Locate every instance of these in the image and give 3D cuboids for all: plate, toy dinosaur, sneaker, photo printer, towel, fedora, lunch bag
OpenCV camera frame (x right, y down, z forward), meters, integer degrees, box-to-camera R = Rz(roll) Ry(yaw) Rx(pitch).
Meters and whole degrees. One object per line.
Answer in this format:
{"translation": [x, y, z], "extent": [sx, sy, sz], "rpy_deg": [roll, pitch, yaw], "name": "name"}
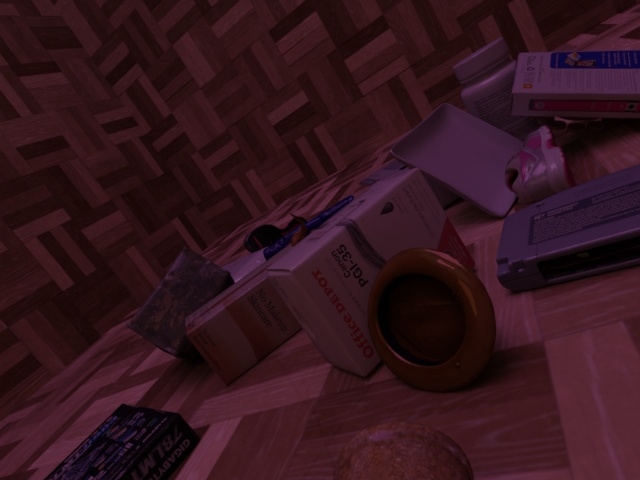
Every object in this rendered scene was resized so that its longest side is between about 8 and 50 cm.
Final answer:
{"translation": [0.333, -0.185, 0.963], "extent": [0.277, 0.278, 0.045], "rpy_deg": [-43, -21, -33], "name": "plate"}
{"translation": [-0.049, -0.003, 1.044], "extent": [0.112, 0.064, 0.212], "rpy_deg": [-43, -15, -44], "name": "toy dinosaur"}
{"translation": [0.424, -0.150, 0.853], "extent": [0.111, 0.103, 0.252], "rpy_deg": [-24, 15, 29], "name": "sneaker"}
{"translation": [-0.169, 0.009, 1.614], "extent": [0.313, 0.116, 0.136], "rpy_deg": [-18, -18, -46], "name": "sneaker"}
{"translation": [-0.272, 0.139, 1.419], "extent": [0.307, 0.107, 0.256], "rpy_deg": [-23, 17, 36], "name": "photo printer"}
{"translation": [0.000, 0.000, 1.253], "extent": [0.308, 0.076, 0.227], "rpy_deg": [-31, -19, 6], "name": "towel"}
{"translation": [0.150, 0.100, 0.560], "extent": [0.079, 0.195, 0.194], "rpy_deg": [4, -15, -41], "name": "fedora"}
{"translation": [-0.334, 0.190, 1.119], "extent": [0.235, 0.168, 0.287], "rpy_deg": [-59, -7, -20], "name": "lunch bag"}

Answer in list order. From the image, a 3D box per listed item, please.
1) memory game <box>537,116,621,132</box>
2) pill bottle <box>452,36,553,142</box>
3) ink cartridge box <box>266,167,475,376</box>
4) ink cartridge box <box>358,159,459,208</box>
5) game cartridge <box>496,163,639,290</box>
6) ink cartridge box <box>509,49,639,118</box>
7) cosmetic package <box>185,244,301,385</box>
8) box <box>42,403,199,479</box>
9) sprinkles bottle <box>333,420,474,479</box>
{"translation": [0.600, -0.295, 0.988], "extent": [0.186, 0.012, 0.186], "rpy_deg": [-9, 38, 8], "name": "memory game"}
{"translation": [0.468, -0.359, 1.103], "extent": [0.160, 0.283, 0.160], "rpy_deg": [-31, 14, 8], "name": "pill bottle"}
{"translation": [0.088, 0.047, 0.697], "extent": [0.283, 0.207, 0.117], "rpy_deg": [-39, 13, -22], "name": "ink cartridge box"}
{"translation": [0.282, -0.175, 1.206], "extent": [0.271, 0.130, 0.309], "rpy_deg": [-32, 13, -2], "name": "ink cartridge box"}
{"translation": [0.404, -0.032, 0.590], "extent": [0.297, 0.062, 0.198], "rpy_deg": [-23, 12, 38], "name": "game cartridge"}
{"translation": [0.598, -0.327, 0.877], "extent": [0.370, 0.069, 0.176], "rpy_deg": [7, 51, 24], "name": "ink cartridge box"}
{"translation": [-0.134, 0.157, 0.948], "extent": [0.296, 0.153, 0.129], "rpy_deg": [-37, 15, -12], "name": "cosmetic package"}
{"translation": [-0.401, 0.431, 0.749], "extent": [0.293, 0.073, 0.295], "rpy_deg": [-20, 18, 45], "name": "box"}
{"translation": [0.057, 0.257, 0.205], "extent": [0.121, 0.121, 0.355], "rpy_deg": [-30, 13, 13], "name": "sprinkles bottle"}
